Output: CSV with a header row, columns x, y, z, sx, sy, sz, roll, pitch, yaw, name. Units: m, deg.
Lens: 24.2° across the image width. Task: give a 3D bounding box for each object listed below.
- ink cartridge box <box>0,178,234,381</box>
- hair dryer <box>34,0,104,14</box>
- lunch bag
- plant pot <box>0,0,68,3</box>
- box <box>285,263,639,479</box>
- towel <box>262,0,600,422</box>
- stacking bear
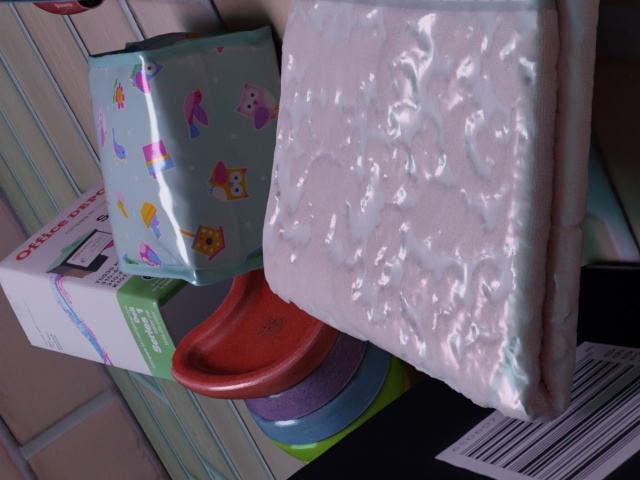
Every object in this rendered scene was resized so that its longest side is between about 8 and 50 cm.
x,y,z,sx,sy,sz,roll,pitch,yaw,name
-0.186,0.034,1.627,0.278,0.201,0.117,9,131,42,ink cartridge box
-0.340,-0.329,1.651,0.293,0.080,0.223,36,180,21,hair dryer
-0.132,-0.082,1.407,0.262,0.160,0.223,7,111,63,lunch bag
-0.291,-0.335,1.295,0.248,0.247,0.252,11,105,60,plant pot
0.261,0.284,0.814,0.472,0.297,0.480,58,164,-10,box
0.049,-0.084,0.891,0.332,0.053,0.317,-156,66,-63,towel
0.020,0.160,1.472,0.164,0.175,0.289,16,153,48,stacking bear
